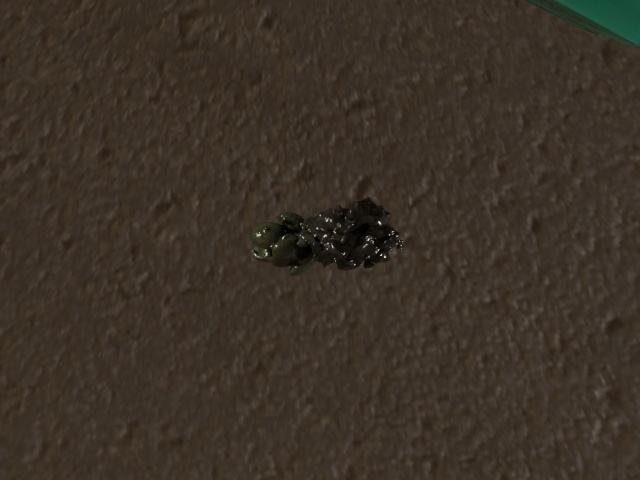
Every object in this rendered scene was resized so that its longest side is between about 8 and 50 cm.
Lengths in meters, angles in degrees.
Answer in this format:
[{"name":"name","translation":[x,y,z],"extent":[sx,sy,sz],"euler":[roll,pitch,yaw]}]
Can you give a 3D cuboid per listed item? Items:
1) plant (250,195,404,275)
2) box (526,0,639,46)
[{"name":"plant","translation":[0.000,0.000,1.308],"extent":[0.174,0.087,0.085],"euler":[-5,127,23]},{"name":"box","translation":[0.161,-0.205,0.930],"extent":[0.161,0.226,0.042],"euler":[29,102,-4]}]
